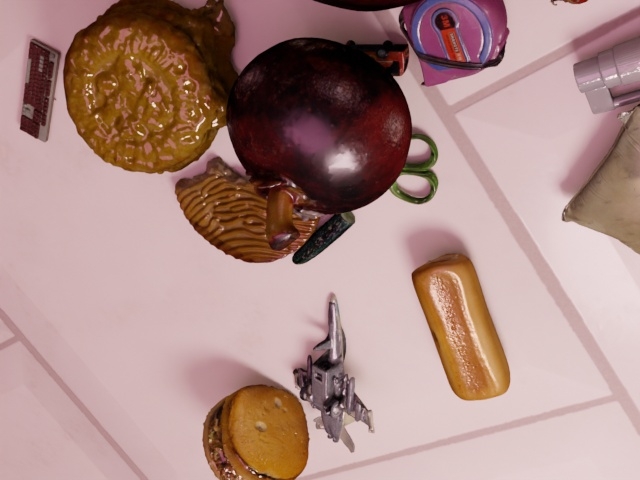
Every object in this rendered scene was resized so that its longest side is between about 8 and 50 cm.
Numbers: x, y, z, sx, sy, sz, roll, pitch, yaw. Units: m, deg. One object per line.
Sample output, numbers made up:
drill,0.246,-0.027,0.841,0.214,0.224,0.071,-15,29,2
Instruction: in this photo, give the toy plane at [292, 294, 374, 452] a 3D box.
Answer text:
toy plane,0.014,0.214,1.311,0.192,0.088,0.262,19,127,46

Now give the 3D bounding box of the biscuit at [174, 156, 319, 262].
biscuit,-0.109,-0.046,1.219,0.229,0.031,0.176,-12,108,30

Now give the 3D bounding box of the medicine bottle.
medicine bottle,0.400,-0.203,0.901,0.221,0.061,0.092,-14,133,30

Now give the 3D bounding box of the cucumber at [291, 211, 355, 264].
cucumber,0.000,0.000,1.213,0.032,0.032,0.133,43,126,-7

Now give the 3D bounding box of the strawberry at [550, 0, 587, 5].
strawberry,0.273,-0.299,0.888,0.073,0.073,0.083,19,108,11

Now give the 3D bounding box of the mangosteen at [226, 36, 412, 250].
mangosteen,-0.016,-0.108,0.989,0.236,0.261,0.235,22,160,9

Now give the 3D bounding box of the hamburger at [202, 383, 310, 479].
hamburger,-0.115,0.347,1.381,0.182,0.191,0.118,37,130,-11

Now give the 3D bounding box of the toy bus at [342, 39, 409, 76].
toy bus,0.059,-0.232,1.042,0.110,0.031,0.043,6,125,22

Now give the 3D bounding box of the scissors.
scissors,0.061,-0.102,1.125,0.205,0.027,0.101,5,119,18

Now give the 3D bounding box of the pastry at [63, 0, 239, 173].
pastry,-0.233,-0.207,1.118,0.235,0.132,0.240,7,123,21

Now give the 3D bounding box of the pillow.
pillow,0.458,-0.032,0.971,0.303,0.075,0.185,26,129,3

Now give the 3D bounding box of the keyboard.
keyboard,-0.438,-0.229,1.264,0.055,0.017,0.166,27,127,5

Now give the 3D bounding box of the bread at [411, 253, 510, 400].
bread,0.207,0.122,1.175,0.093,0.074,0.239,-12,115,23

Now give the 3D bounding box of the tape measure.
tape measure,0.158,-0.252,0.962,0.125,0.074,0.118,-6,123,32

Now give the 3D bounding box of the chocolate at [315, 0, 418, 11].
chocolate,0.057,-0.401,0.770,0.384,0.383,0.331,16,142,13
